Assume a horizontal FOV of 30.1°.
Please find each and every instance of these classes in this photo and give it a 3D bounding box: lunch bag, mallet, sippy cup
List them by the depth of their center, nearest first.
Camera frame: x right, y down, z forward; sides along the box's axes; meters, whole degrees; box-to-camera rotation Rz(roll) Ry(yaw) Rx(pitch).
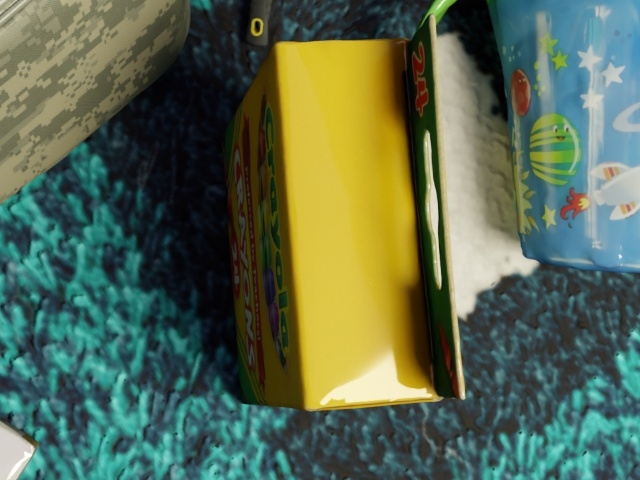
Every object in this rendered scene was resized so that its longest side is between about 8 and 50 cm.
[{"bbox_3d":[-0.273,-0.163,0.761,0.305,0.212,0.256,-43,76,-14],"label":"lunch bag"},{"bbox_3d":[0.231,-0.091,0.851,0.240,0.306,0.224,0,94,-55],"label":"sippy cup"},{"bbox_3d":[-0.044,-0.237,0.860,0.062,0.039,0.189,16,112,-2],"label":"mallet"}]

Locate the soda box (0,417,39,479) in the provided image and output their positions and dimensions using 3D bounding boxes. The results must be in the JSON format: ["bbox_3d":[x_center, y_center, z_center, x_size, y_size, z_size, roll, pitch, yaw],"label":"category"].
[{"bbox_3d":[-0.271,0.208,0.773,0.069,0.074,0.216,32,78,-6],"label":"soda box"}]

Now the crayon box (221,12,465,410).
[{"bbox_3d":[0.000,0.000,0.730,0.081,0.318,0.202,-3,83,-12],"label":"crayon box"}]
